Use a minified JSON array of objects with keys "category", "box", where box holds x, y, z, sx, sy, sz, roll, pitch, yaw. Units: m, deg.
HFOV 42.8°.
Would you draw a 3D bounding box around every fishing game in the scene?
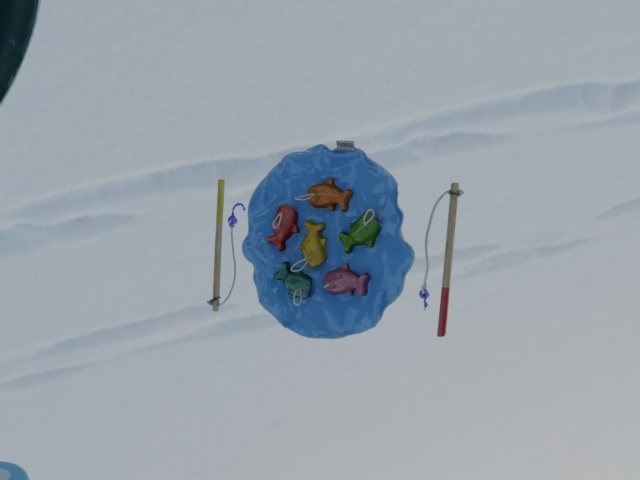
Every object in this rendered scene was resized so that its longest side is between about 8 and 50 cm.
[{"category":"fishing game","box":[0.000,0.000,0.758,0.264,0.189,0.041,8,-177,30]}]

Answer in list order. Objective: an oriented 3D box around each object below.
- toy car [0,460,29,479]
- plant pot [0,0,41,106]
[{"category":"toy car","box":[-0.377,0.391,0.831,0.210,0.238,0.219,-2,112,-33]},{"category":"plant pot","box":[-0.470,-0.249,0.895,0.196,0.293,0.293,25,141,-2]}]
